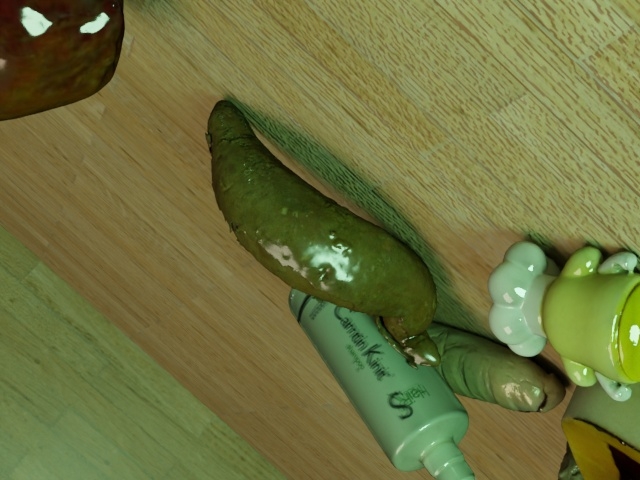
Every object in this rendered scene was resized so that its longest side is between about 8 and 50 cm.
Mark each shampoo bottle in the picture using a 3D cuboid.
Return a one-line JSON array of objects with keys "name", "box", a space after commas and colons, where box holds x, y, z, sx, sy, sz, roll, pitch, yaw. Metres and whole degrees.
[{"name": "shampoo bottle", "box": [0.065, 0.132, 1.140, 0.262, 0.085, 0.085, 54, 173, 34]}]

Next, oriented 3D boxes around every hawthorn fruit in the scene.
[{"name": "hawthorn fruit", "box": [-0.248, -0.199, 0.972, 0.248, 0.208, 0.208, 7, 147, 30]}]

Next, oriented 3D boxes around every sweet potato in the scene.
[{"name": "sweet potato", "box": [0.001, 0.002, 1.057, 0.310, 0.098, 0.124, 42, -167, -2]}]

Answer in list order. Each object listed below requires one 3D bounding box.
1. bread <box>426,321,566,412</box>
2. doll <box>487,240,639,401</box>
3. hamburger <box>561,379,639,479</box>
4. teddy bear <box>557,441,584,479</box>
[{"name": "bread", "box": [0.144, 0.125, 1.152, 0.214, 0.053, 0.073, 16, 154, 53]}, {"name": "doll", "box": [0.184, 0.052, 0.862, 0.162, 0.062, 0.106, 16, 109, 51]}, {"name": "hamburger", "box": [0.277, 0.159, 0.878, 0.210, 0.116, 0.173, 27, 150, 47]}, {"name": "teddy bear", "box": [0.293, 0.263, 1.063, 0.190, 0.140, 0.177, 23, 154, 23]}]
